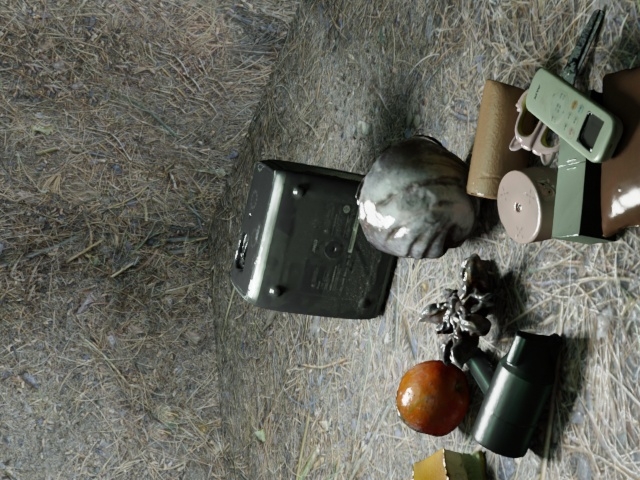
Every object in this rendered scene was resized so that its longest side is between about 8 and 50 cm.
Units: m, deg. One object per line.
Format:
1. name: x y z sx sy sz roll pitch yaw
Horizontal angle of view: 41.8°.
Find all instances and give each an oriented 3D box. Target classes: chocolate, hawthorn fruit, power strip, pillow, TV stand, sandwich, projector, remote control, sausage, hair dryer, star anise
1. chocolate: 0.259 -0.075 1.923 0.213 0.303 0.303 33 113 48
2. hawthorn fruit: 0.253 0.346 1.871 0.173 0.173 0.172 -171 90 -69
3. power strip: 0.425 -0.073 1.665 0.154 0.078 0.154 171 90 -69
4. pillow: 0.564 -0.177 1.354 0.308 0.109 0.305 153 124 -66
5. TV stand: 0.494 -0.133 1.545 0.083 0.088 0.269 168 109 -68
6. sandwich: 0.283 0.564 1.778 0.186 0.108 0.220 130 145 -54
7. projector: 0.000 0.000 2.316 0.242 0.405 0.395 -147 68 -66
8. remote control: 0.451 -0.228 1.508 0.309 0.038 0.090 -111 34 -59
9. sausage: 0.390 -0.211 1.793 0.123 0.123 0.252 -166 85 -69
10. hair dryer: 0.370 0.258 1.709 0.302 0.116 0.244 -119 45 -68
11. star anise: 0.311 0.151 1.805 0.212 0.129 0.282 131 157 -58

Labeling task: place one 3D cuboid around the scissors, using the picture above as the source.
1. scissors: 0.486 -0.308 1.669 0.160 0.024 0.317 34 105 37
